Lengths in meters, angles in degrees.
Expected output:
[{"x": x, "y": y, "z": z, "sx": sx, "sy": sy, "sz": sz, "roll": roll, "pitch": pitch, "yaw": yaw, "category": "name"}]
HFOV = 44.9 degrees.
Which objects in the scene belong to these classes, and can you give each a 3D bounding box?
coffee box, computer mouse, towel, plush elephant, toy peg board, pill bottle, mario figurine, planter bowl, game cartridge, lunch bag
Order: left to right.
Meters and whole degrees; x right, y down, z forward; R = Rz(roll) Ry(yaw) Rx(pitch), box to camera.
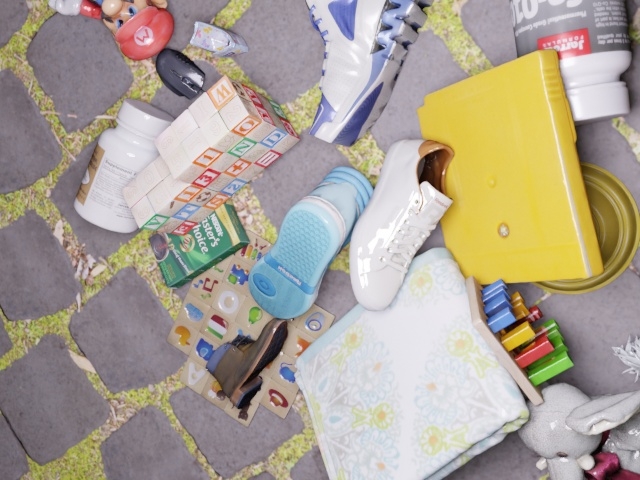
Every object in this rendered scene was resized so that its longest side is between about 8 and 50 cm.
[{"x": -0.384, "y": -0.467, "z": 1.401, "sx": 0.321, "sy": 0.170, "sz": 0.198, "roll": 55, "pitch": 145, "yaw": 15, "category": "mario figurine"}, {"x": -0.363, "y": -0.142, "z": 1.454, "sx": 0.131, "sy": 0.131, "sz": 0.229, "roll": 31, "pitch": 105, "yaw": 15, "category": "pill bottle"}, {"x": -0.231, "y": 0.000, "z": 1.459, "sx": 0.184, "sy": 0.040, "sz": 0.113, "roll": -30, "pitch": 73, "yaw": 20, "category": "coffee box"}, {"x": -0.220, "y": -0.271, "z": 1.435, "sx": 0.242, "sy": 0.041, "sz": 0.071, "roll": 41, "pitch": 107, "yaw": 11, "category": "computer mouse"}, {"x": -0.180, "y": -0.357, "z": 1.394, "sx": 0.083, "sy": 0.071, "sz": 0.053, "roll": 21, "pitch": 105, "yaw": 16, "category": "lunch bag"}, {"x": 0.128, "y": 0.238, "z": 1.250, "sx": 0.374, "sy": 0.090, "sz": 0.321, "roll": -44, "pitch": 48, "yaw": 26, "category": "towel"}, {"x": 0.278, "y": -0.095, "z": 1.183, "sx": 0.285, "sy": 0.052, "sz": 0.324, "roll": -9, "pitch": 93, "yaw": 59, "category": "game cartridge"}, {"x": 0.296, "y": 0.127, "z": 1.144, "sx": 0.079, "sy": 0.161, "sz": 0.161, "roll": -35, "pitch": 103, "yaw": 17, "category": "toy peg board"}, {"x": 0.385, "y": -0.016, "z": 1.210, "sx": 0.217, "sy": 0.090, "sz": 0.217, "roll": 2, "pitch": 96, "yaw": 20, "category": "planter bowl"}, {"x": 0.368, "y": -0.315, "z": 1.145, "sx": 0.161, "sy": 0.161, "sz": 0.284, "roll": -8, "pitch": 93, "yaw": 21, "category": "pill bottle"}, {"x": 0.402, "y": 0.306, "z": 1.137, "sx": 0.255, "sy": 0.272, "sz": 0.330, "roll": 1, "pitch": 80, "yaw": -20, "category": "plush elephant"}]

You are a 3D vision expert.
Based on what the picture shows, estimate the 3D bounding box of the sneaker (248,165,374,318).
[{"x": 0.000, "y": 0.000, "z": 1.343, "sx": 0.127, "sy": 0.208, "sz": 0.319, "roll": 41, "pitch": 140, "yaw": 3, "category": "sneaker"}]

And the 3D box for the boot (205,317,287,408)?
[{"x": -0.142, "y": 0.202, "z": 1.414, "sx": 0.106, "sy": 0.082, "sz": 0.219, "roll": 39, "pitch": 120, "yaw": 18, "category": "boot"}]

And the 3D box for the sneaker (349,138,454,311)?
[{"x": 0.132, "y": -0.028, "z": 1.208, "sx": 0.123, "sy": 0.105, "sz": 0.290, "roll": 4, "pitch": 75, "yaw": 50, "category": "sneaker"}]

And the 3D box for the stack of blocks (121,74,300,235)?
[{"x": -0.204, "y": -0.136, "z": 1.342, "sx": 0.297, "sy": 0.171, "sz": 0.087, "roll": -38, "pitch": 68, "yaw": 19, "category": "stack of blocks"}]

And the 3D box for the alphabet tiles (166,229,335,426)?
[{"x": -0.138, "y": 0.169, "z": 1.469, "sx": 0.285, "sy": 0.011, "sz": 0.343, "roll": 30, "pitch": 105, "yaw": 15, "category": "alphabet tiles"}]

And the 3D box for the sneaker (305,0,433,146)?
[{"x": 0.045, "y": -0.325, "z": 1.296, "sx": 0.182, "sy": 0.127, "sz": 0.316, "roll": 31, "pitch": 99, "yaw": 19, "category": "sneaker"}]
